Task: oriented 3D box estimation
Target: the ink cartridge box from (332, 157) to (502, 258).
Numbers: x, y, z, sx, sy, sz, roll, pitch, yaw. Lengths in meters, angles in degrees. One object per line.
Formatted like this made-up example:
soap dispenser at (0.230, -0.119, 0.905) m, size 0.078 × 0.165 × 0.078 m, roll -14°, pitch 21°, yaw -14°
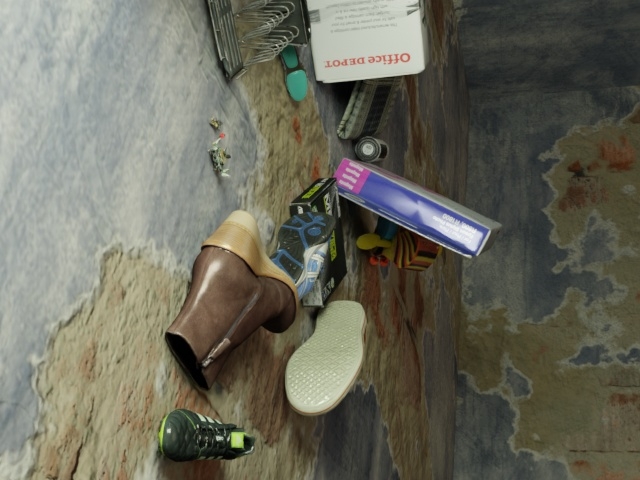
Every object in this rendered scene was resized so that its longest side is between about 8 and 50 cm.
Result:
ink cartridge box at (0.193, -0.071, 1.762) m, size 0.071 × 0.324 × 0.330 m, roll -65°, pitch 167°, yaw 9°

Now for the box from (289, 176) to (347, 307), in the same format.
box at (0.000, 0.000, 1.567) m, size 0.184 × 0.045 × 0.190 m, roll -44°, pitch 130°, yaw -65°

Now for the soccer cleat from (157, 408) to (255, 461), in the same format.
soccer cleat at (-0.132, 0.231, 1.035) m, size 0.179 × 0.072 × 0.060 m, roll 42°, pitch 48°, yaw -67°

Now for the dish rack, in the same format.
dish rack at (-0.092, -0.353, 1.264) m, size 0.271 × 0.074 × 0.208 m, roll -62°, pitch 144°, yaw -60°

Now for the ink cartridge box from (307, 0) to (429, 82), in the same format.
ink cartridge box at (0.084, -0.454, 1.633) m, size 0.121 × 0.211 × 0.289 m, roll -58°, pitch 143°, yaw -66°

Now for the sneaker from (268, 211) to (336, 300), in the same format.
sneaker at (-0.036, 0.032, 1.393) m, size 0.211 × 0.080 × 0.081 m, roll -56°, pitch 151°, yaw -42°

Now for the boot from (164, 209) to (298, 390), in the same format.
boot at (-0.116, 0.106, 1.143) m, size 0.248 × 0.090 × 0.207 m, roll 70°, pitch 36°, yaw -48°

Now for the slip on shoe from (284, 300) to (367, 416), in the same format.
slip on shoe at (0.020, 0.210, 1.489) m, size 0.331 × 0.123 × 0.101 m, roll -63°, pitch 151°, yaw -68°

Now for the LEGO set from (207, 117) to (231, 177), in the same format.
LEGO set at (-0.138, -0.122, 1.171) m, size 0.054 × 0.023 × 0.083 m, roll 60°, pitch 18°, yaw -61°

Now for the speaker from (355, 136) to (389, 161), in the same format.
speaker at (0.117, -0.202, 1.962) m, size 0.136 × 0.055 × 0.055 m, roll -16°, pitch 103°, yaw -77°

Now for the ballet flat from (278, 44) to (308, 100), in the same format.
ballet flat at (-0.045, -0.292, 1.476) m, size 0.041 × 0.041 × 0.114 m, roll -73°, pitch 155°, yaw -49°

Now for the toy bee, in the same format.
toy bee at (0.175, 0.005, 1.961) m, size 0.298 × 0.195 × 0.162 m, roll -79°, pitch -174°, yaw -67°

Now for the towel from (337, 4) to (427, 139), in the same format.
towel at (0.129, -0.376, 1.884) m, size 0.324 × 0.056 × 0.312 m, roll -70°, pitch 166°, yaw 15°
